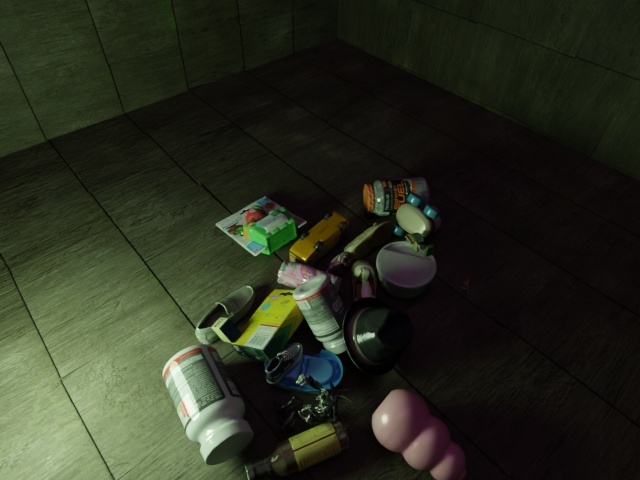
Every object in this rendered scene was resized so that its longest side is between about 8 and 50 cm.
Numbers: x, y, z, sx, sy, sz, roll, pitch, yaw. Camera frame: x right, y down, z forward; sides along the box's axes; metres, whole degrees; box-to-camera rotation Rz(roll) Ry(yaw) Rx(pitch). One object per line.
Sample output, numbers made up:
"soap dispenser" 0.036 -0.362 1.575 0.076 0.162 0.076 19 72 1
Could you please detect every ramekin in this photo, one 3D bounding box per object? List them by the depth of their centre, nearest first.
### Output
"ramekin" 0.382 0.141 1.974 0.272 0.127 0.273 0 47 0

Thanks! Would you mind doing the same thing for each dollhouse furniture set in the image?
"dollhouse furniture set" 0.454 0.002 1.980 0.076 0.059 0.152 -15 48 -17

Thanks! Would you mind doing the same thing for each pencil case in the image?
"pencil case" -0.048 0.179 1.932 0.283 0.124 0.124 19 49 17

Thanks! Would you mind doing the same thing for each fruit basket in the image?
"fruit basket" -0.298 -0.093 2.157 0.327 0.166 0.353 -33 52 -28

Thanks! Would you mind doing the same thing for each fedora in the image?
"fedora" 0.244 0.349 1.660 0.333 0.152 0.334 20 56 -33

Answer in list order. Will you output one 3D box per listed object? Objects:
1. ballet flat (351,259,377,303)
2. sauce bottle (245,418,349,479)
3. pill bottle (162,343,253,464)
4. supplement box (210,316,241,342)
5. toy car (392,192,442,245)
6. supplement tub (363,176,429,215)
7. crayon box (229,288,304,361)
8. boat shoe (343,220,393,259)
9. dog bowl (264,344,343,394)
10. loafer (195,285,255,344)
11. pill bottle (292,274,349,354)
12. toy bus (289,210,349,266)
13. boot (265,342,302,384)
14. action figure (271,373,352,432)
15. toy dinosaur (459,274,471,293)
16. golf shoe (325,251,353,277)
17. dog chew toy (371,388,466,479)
"ballet flat" 0.196 0.194 1.928 0.123 0.123 0.349 3 46 2
"sauce bottle" -0.077 0.705 1.443 0.344 0.112 0.111 -15 49 -15
"pill bottle" -0.389 0.560 1.505 0.210 0.210 0.363 -24 52 -22
"supplement box" -0.373 0.354 1.716 0.083 0.083 0.056 -7 34 51
"toy car" 0.519 -0.102 2.195 0.237 0.219 0.210 -4 38 -46
"supplement tub" 0.392 -0.230 2.277 0.315 0.194 0.194 -5 47 -5
"crayon box" -0.189 0.332 1.753 0.202 0.081 0.319 -3 37 42
"boat shoe" 0.238 -0.014 2.131 0.285 0.105 0.089 -32 32 -25
"dog bowl" -0.064 0.500 1.663 0.296 0.074 0.166 8 47 5
"loafer" -0.391 0.296 1.820 0.112 0.112 0.319 26 51 22
"pill bottle" 0.024 0.291 1.707 0.161 0.283 0.161 -27 12 6
"toy bus" 0.000 0.000 2.095 0.108 0.130 0.332 31 53 26
"boot" -0.131 0.440 1.607 0.069 0.086 0.190 25 52 22
"action figure" -0.037 0.562 1.497 0.275 0.141 0.164 -27 36 11
"toy dinosaur" 0.659 0.195 1.967 0.047 0.090 0.082 19 4 3
"golf shoe" 0.071 0.127 2.034 0.186 0.068 0.086 -43 26 -26
"dog chew toy" 0.334 0.659 1.446 0.331 0.207 0.206 39 57 20
